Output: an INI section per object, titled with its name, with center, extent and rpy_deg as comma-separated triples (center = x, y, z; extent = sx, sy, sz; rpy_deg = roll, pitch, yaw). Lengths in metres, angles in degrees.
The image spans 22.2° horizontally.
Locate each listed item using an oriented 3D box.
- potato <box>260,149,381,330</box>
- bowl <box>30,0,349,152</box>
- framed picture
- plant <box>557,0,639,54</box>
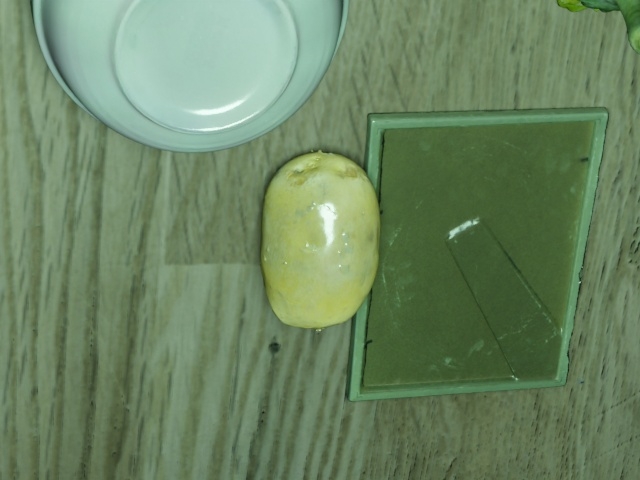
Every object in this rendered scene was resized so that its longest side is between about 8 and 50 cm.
[potato]
center = 0.000, 0.000, 1.589
extent = 0.109, 0.118, 0.178
rpy_deg = -14, 115, -45
[bowl]
center = -0.107, -0.194, 1.428
extent = 0.286, 0.144, 0.287
rpy_deg = -6, 122, -9
[framed picture]
center = 0.157, 0.018, 1.682
extent = 0.247, 0.022, 0.335
rpy_deg = -3, 121, -10
[plant]
center = 0.277, -0.246, 1.416
extent = 0.305, 0.297, 0.261
rpy_deg = -30, 152, 20
